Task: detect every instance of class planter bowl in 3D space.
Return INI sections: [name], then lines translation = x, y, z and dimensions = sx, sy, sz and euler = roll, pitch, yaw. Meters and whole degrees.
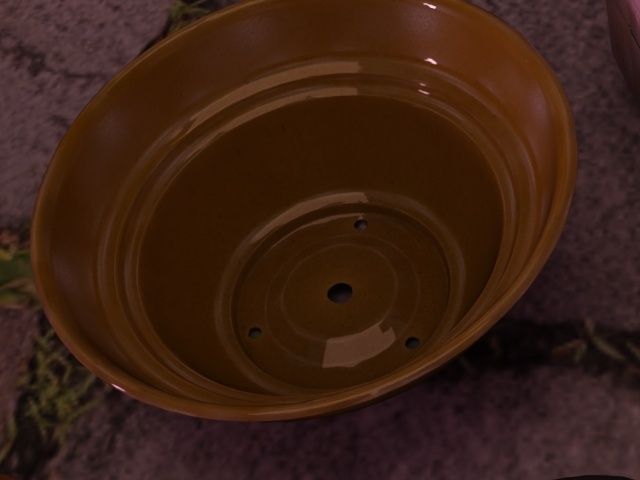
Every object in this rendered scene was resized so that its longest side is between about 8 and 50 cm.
[planter bowl]
translation = 0.000, 0.000, 0.539
dimensions = 0.217, 0.090, 0.217
euler = -9, 51, 11

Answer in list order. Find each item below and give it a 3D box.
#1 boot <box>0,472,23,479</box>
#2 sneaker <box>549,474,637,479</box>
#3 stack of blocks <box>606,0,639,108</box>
[boot]
translation = -0.269, 0.184, 0.474
dimensions = 0.264, 0.096, 0.281
euler = 2, 53, 19
[sneaker]
translation = 0.023, 0.182, 0.354
dimensions = 0.104, 0.147, 0.296
euler = 29, 67, 31
[stack of blocks]
translation = 0.207, -0.123, 0.553
dimensions = 0.171, 0.087, 0.297
euler = -15, 43, 5
